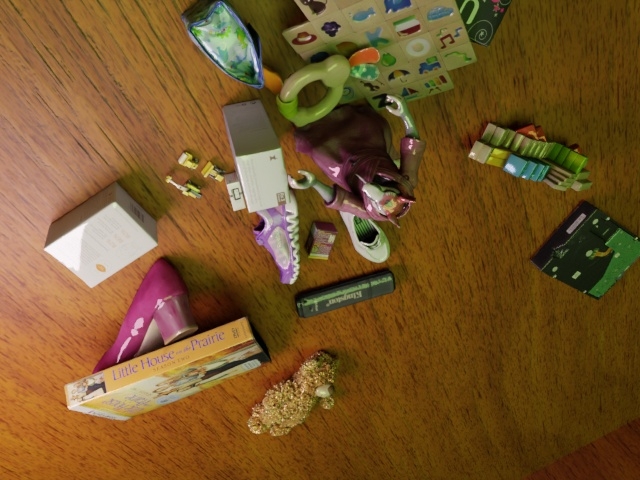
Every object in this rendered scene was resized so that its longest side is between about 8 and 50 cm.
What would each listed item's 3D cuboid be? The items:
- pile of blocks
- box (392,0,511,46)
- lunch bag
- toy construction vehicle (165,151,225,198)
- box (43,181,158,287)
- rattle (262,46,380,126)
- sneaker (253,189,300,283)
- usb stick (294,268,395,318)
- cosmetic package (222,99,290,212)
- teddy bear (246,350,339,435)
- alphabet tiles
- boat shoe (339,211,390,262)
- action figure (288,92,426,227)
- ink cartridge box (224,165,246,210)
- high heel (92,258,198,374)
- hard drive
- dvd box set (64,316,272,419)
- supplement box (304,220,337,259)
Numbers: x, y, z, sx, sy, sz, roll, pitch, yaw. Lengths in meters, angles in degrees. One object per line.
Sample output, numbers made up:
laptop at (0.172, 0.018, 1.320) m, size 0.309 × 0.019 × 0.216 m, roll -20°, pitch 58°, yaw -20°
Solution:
pile of blocks at (0.533, -0.209, 1.197) m, size 0.361 × 0.149 × 0.113 m, roll 7°, pitch 121°, yaw -23°
box at (0.200, -0.465, 0.886) m, size 0.247 × 0.163 × 0.142 m, roll 11°, pitch 117°, yaw -26°
lunch bag at (-0.156, -0.342, 0.865) m, size 0.096 × 0.129 × 0.151 m, roll -35°, pitch 127°, yaw 7°
toy construction vehicle at (-0.258, -0.130, 1.034) m, size 0.098 × 0.035 × 0.086 m, roll 33°, pitch 108°, yaw -34°
box at (-0.441, -0.011, 1.014) m, size 0.170 × 0.091 × 0.130 m, roll -32°, pitch 128°, yaw 3°
rattle at (-0.003, -0.317, 0.927) m, size 0.199 × 0.143 × 0.130 m, roll -39°, pitch 135°, yaw 15°
sneaker at (-0.101, -0.003, 1.151) m, size 0.104 × 0.095 × 0.237 m, roll -6°, pitch 121°, yaw -8°
usb stick at (0.069, 0.143, 1.337) m, size 0.277 × 0.045 × 0.077 m, roll -15°, pitch 128°, yaw -9°
cosmetic package at (-0.123, -0.165, 0.933) m, size 0.085 × 0.231 × 0.117 m, roll -13°, pitch 127°, yaw -7°
teddy bear at (-0.067, 0.478, 1.480) m, size 0.338 × 0.113 × 0.245 m, roll -35°, pitch 130°, yaw 6°
alphabet tiles at (0.111, -0.350, 0.898) m, size 0.285 × 0.011 × 0.342 m, roll -10°, pitch 156°, yaw 27°
boat shoe at (0.114, -0.007, 1.229) m, size 0.083 × 0.076 × 0.226 m, roll -36°, pitch 128°, yaw 7°
action figure at (0.081, -0.119, 0.954) m, size 0.248 × 0.370 × 0.276 m, roll -28°, pitch 131°, yaw 3°
ink cartridge box at (-0.184, -0.112, 1.065) m, size 0.028 × 0.048 × 0.083 m, roll -15°, pitch 126°, yaw -10°
high heel at (-0.441, 0.203, 1.193) m, size 0.377 × 0.181 × 0.127 m, roll -33°, pitch 163°, yaw 23°
hard drive at (0.831, 0.039, 1.532) m, size 0.338 × 0.064 × 0.237 m, roll 22°, pitch 114°, yaw -30°
dvd box set at (-0.342, 0.323, 1.219) m, size 0.420 × 0.062 × 0.308 m, roll -20°, pitch 156°, yaw -7°
supplement box at (0.000, 0.000, 1.213) m, size 0.054 × 0.043 × 0.083 m, roll 7°, pitch 121°, yaw -24°
